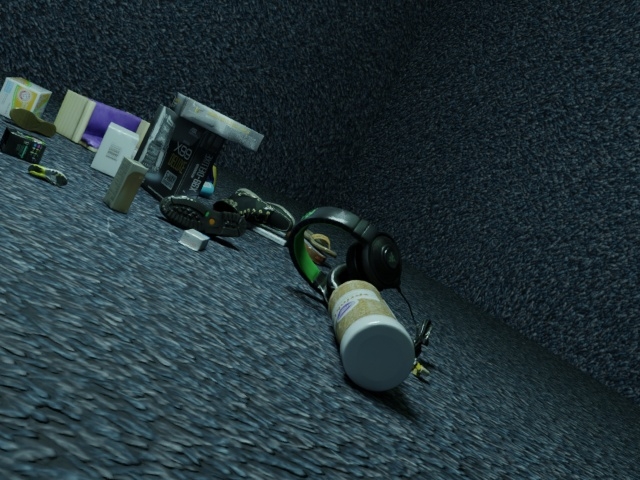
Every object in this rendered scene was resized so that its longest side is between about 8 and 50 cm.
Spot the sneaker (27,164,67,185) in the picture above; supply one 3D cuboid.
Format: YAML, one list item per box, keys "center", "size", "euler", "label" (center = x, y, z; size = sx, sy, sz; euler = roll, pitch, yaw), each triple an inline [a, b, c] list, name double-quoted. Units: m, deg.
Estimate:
- center: [-0.582, -0.143, 1.442]
  size: [0.083, 0.031, 0.035]
  euler: [25, 6, -15]
  label: "sneaker"

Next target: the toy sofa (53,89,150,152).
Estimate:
- center: [-0.723, -0.381, 2.315]
  size: [0.177, 0.150, 0.362]
  euler: [27, 6, 17]
  label: "toy sofa"

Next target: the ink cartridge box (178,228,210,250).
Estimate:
- center: [-0.286, -0.002, 1.524]
  size: [0.048, 0.028, 0.083]
  euler: [27, 6, 2]
  label: "ink cartridge box"

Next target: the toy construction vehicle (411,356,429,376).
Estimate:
- center: [0.174, 0.250, 1.380]
  size: [0.086, 0.035, 0.098]
  euler: [36, 3, -29]
  label: "toy construction vehicle"

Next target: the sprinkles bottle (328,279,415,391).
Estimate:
- center: [0.085, 0.166, 1.261]
  size: [0.121, 0.121, 0.355]
  euler: [26, 5, -7]
  label: "sprinkles bottle"

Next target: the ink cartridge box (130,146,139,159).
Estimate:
- center: [-0.591, -0.256, 2.206]
  size: [0.198, 0.067, 0.115]
  euler: [31, 6, 30]
  label: "ink cartridge box"

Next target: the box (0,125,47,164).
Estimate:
- center: [-0.684, -0.218, 1.544]
  size: [0.083, 0.052, 0.062]
  euler: [20, 9, -40]
  label: "box"

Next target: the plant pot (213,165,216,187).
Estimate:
- center: [-0.468, -0.265, 2.681]
  size: [0.134, 0.095, 0.134]
  euler: [26, 5, -3]
  label: "plant pot"

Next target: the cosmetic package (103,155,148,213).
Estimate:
- center: [-0.437, -0.124, 1.506]
  size: [0.041, 0.115, 0.060]
  euler: [23, 8, -42]
  label: "cosmetic package"

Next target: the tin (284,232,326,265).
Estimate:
- center: [-0.049, 0.020, 2.235]
  size: [0.106, 0.040, 0.190]
  euler: [26, 11, -41]
  label: "tin"

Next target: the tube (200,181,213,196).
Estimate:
- center: [-0.461, -0.192, 2.340]
  size: [0.080, 0.052, 0.207]
  euler: [22, 7, 34]
  label: "tube"

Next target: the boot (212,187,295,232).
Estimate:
- center: [-0.215, -0.079, 2.155]
  size: [0.236, 0.085, 0.178]
  euler: [31, 24, 13]
  label: "boot"

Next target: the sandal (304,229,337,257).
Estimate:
- center: [0.000, 0.000, 2.250]
  size: [0.072, 0.049, 0.180]
  euler: [31, 8, -41]
  label: "sandal"

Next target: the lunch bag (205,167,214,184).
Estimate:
- center: [-0.514, -0.279, 2.474]
  size: [0.221, 0.138, 0.293]
  euler: [19, -15, 3]
  label: "lunch bag"

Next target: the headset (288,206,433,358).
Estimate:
- center: [0.088, 0.099, 1.519]
  size: [0.394, 0.243, 0.185]
  euler: [37, 48, 1]
  label: "headset"

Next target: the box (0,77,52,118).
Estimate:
- center: [-0.915, -0.430, 2.070]
  size: [0.103, 0.114, 0.203]
  euler: [25, 8, -16]
  label: "box"

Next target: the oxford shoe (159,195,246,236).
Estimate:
- center: [-0.311, -0.052, 1.713]
  size: [0.227, 0.082, 0.096]
  euler: [21, -15, -30]
  label: "oxford shoe"

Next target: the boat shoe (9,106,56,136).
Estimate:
- center: [-0.847, -0.348, 1.963]
  size: [0.048, 0.056, 0.153]
  euler: [19, 0, 31]
  label: "boat shoe"

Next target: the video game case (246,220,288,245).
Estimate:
- center: [-0.182, -0.034, 2.286]
  size: [0.173, 0.022, 0.190]
  euler: [27, 6, 4]
  label: "video game case"

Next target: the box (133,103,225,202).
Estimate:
- center: [-0.425, -0.239, 1.947]
  size: [0.077, 0.242, 0.307]
  euler: [21, 9, -44]
  label: "box"

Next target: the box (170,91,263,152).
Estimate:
- center: [-0.289, -0.327, 1.853]
  size: [0.231, 0.056, 0.183]
  euler: [24, 6, -25]
  label: "box"

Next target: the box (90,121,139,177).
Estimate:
- center: [-0.591, -0.260, 1.938]
  size: [0.091, 0.130, 0.170]
  euler: [24, 7, -19]
  label: "box"
